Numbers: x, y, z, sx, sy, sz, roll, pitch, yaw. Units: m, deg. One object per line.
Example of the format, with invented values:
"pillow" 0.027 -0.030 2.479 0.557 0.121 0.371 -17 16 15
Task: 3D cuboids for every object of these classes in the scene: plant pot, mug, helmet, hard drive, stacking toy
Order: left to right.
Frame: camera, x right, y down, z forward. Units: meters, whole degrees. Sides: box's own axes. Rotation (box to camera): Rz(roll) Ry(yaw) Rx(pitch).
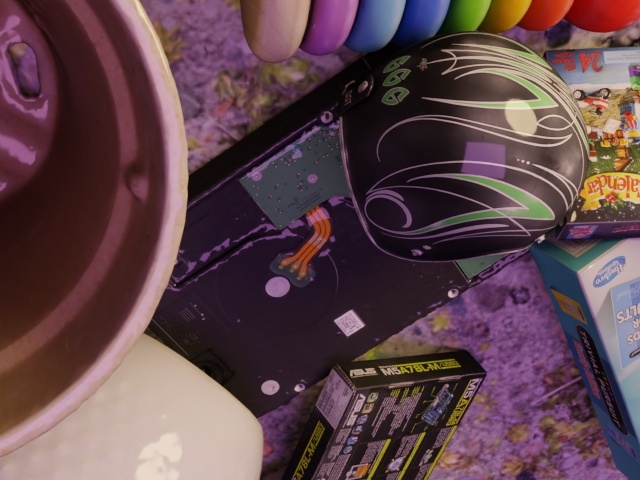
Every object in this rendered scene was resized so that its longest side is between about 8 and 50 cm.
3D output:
"plant pot" -0.269 -0.070 0.525 0.334 0.305 0.333 -5 108 -16
"mug" -0.205 0.275 0.775 0.328 0.276 0.374 -54 158 -20
"hard drive" 0.000 0.000 0.774 0.339 0.064 0.237 -33 120 11
"stacking toy" 0.110 -0.204 0.640 0.331 0.141 0.141 -2 120 -13
"helmet" 0.109 -0.068 0.616 0.162 0.169 0.169 -9 123 20

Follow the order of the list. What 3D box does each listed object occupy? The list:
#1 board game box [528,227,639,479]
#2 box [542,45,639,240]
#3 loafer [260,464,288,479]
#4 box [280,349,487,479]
"board game box" 0.373 0.070 0.834 0.254 0.079 0.336 -34 121 -7
"box" 0.308 -0.085 0.708 0.233 0.159 0.044 -2 161 2
"loafer" 0.045 0.375 0.971 0.319 0.111 0.112 38 108 -26
"box" 0.062 0.203 0.876 0.184 0.045 0.190 -2 124 -39
